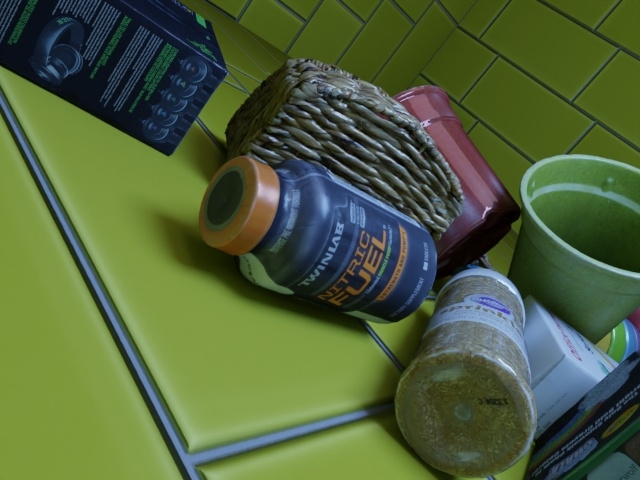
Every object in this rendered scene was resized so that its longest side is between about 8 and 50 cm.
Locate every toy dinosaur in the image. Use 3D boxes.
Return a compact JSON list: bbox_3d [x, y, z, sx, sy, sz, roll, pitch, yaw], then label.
[{"bbox_3d":[0.331,0.037,1.131,0.092,0.053,0.183,28,22,-35],"label":"toy dinosaur"}]

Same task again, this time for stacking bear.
[{"bbox_3d":[0.514,0.188,1.077,0.289,0.164,0.175,20,49,-21],"label":"stacking bear"}]

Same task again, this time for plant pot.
[{"bbox_3d":[0.424,0.042,0.896,0.276,0.254,0.276,4,45,-4],"label":"plant pot"},{"bbox_3d":[0.203,-0.090,1.002,0.272,0.272,0.265,8,43,-58],"label":"plant pot"}]

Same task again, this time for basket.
[{"bbox_3d":[0.033,-0.120,0.776,0.299,0.213,0.223,32,20,-23],"label":"basket"}]

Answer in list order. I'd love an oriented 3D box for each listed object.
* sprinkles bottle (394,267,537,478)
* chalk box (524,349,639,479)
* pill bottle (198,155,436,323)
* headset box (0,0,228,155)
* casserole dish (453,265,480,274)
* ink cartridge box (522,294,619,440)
[{"bbox_3d":[0.174,0.123,0.621,0.121,0.121,0.355,42,18,8],"label":"sprinkles bottle"},{"bbox_3d":[0.310,0.247,0.497,0.179,0.180,0.289,45,20,18],"label":"chalk box"},{"bbox_3d":[0.000,0.000,0.560,0.245,0.130,0.130,22,24,-40],"label":"pill bottle"},{"bbox_3d":[-0.260,-0.259,0.671,0.283,0.131,0.246,29,21,-30],"label":"headset box"},{"bbox_3d":[0.273,0.032,1.168,0.188,0.037,0.114,24,23,-40],"label":"casserole dish"},{"bbox_3d":[0.379,0.230,0.768,0.278,0.117,0.201,37,18,-4],"label":"ink cartridge box"}]
